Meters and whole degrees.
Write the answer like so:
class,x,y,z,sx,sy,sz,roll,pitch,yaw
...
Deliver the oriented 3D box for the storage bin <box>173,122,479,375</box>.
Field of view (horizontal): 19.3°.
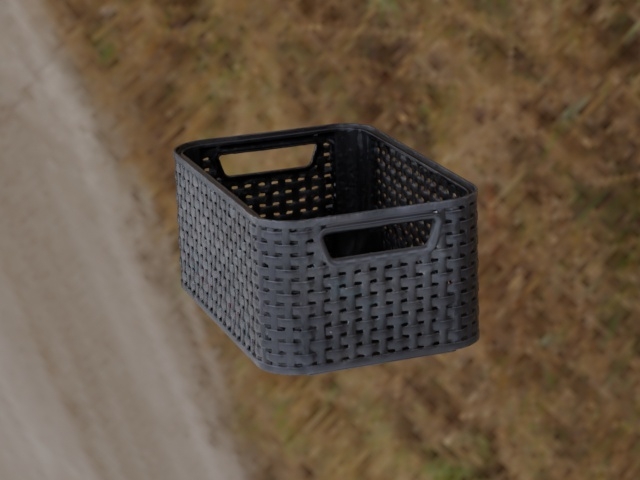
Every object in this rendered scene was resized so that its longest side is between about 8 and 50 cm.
class,x,y,z,sx,sy,sz,roll,pitch,yaw
storage bin,0.000,0.000,1.017,0.180,0.122,0.084,-144,48,-65
